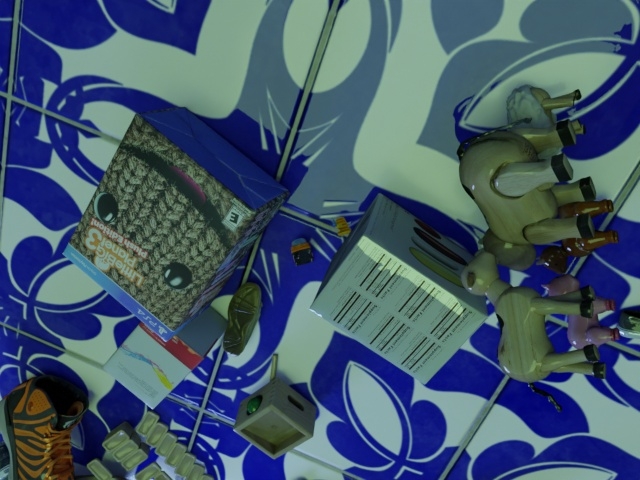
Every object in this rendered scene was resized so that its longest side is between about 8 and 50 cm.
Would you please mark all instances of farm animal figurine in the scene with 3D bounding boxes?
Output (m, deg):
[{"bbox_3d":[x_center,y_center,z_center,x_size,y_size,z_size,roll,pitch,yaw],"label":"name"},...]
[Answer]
[{"bbox_3d":[0.266,-0.006,0.710,0.172,0.330,0.326,-10,115,37],"label":"farm animal figurine"}]

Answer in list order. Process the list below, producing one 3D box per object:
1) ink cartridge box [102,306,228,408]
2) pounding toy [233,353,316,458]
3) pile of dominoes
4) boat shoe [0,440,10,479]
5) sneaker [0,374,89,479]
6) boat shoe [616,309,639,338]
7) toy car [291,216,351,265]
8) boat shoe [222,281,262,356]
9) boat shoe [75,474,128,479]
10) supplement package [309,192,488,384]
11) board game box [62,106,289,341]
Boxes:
[{"bbox_3d":[-0.287,0.196,1.007,0.127,0.128,0.176,42,114,-6],"label":"ink cartridge box"},{"bbox_3d":[-0.088,0.321,1.044,0.130,0.100,0.141,-38,110,24],"label":"pounding toy"},{"bbox_3d":[-0.368,0.509,1.200,0.196,0.040,0.251,-37,102,2],"label":"pile of dominoes"},{"bbox_3d":[-0.765,0.549,1.305,0.083,0.065,0.183,57,132,20],"label":"boat shoe"},{"bbox_3d":[-0.559,0.433,1.129,0.180,0.125,0.320,-34,79,20],"label":"sneaker"},{"bbox_3d":[0.541,0.129,0.838,0.142,0.049,0.040,-2,111,16],"label":"boat shoe"},{"bbox_3d":[0.000,0.000,0.918,0.122,0.060,0.040,-26,60,13],"label":"toy car"},{"bbox_3d":[-0.140,0.142,1.004,0.056,0.048,0.152,19,109,13],"label":"boat shoe"},{"bbox_3d":[-0.606,0.613,1.235,0.343,0.123,0.123,-8,150,11],"label":"boat shoe"},{"bbox_3d":[0.123,0.064,0.824,0.203,0.194,0.149,34,116,-3],"label":"supplement package"},{"bbox_3d":[-0.237,-0.028,0.883,0.232,0.141,0.291,39,115,3],"label":"board game box"}]
